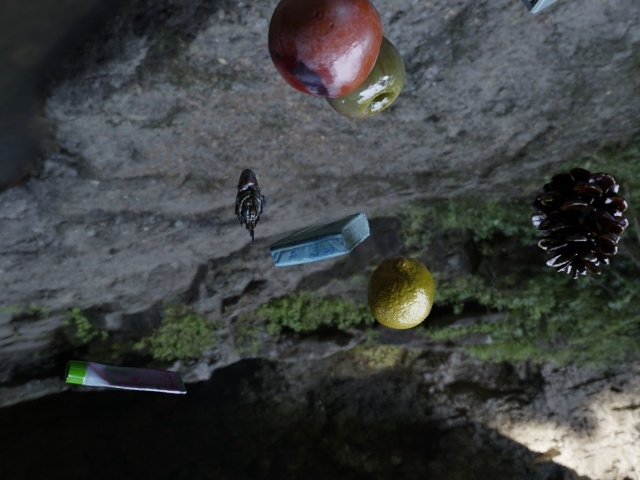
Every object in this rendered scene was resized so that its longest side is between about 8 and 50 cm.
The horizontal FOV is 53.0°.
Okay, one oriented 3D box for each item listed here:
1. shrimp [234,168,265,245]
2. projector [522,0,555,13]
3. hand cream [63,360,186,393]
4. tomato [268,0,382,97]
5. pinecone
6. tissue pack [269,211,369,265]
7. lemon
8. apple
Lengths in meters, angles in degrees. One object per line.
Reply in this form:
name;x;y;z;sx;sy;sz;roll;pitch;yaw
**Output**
shrimp;-0.208;-0.100;1.911;0.090;0.233;0.079;-3;172;-25
projector;0.465;-0.526;1.093;0.256;0.099;0.192;-32;174;-12
hand cream;-0.455;0.321;1.511;0.275;0.079;0.050;14;136;-30
tomato;0.005;-0.356;1.156;0.208;0.184;0.208;20;179;0
pinecone;0.666;-0.048;1.659;0.244;0.244;0.309;-21;-141;41
tissue pack;0.000;0.000;1.921;0.263;0.089;0.177;-15;-168;33
lemon;0.220;0.144;1.770;0.188;0.188;0.257;-24;140;-21
apple;0.113;-0.495;1.891;0.256;0.234;0.257;-32;164;-11
